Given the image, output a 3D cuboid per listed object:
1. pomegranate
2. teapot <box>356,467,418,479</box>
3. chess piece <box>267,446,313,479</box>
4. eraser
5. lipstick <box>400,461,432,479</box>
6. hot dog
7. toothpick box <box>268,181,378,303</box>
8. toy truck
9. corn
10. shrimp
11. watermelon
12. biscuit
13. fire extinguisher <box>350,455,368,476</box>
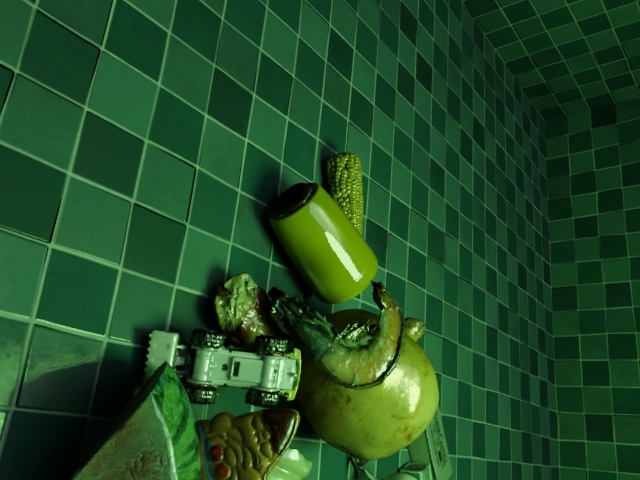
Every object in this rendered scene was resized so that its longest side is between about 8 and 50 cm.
[{"bbox_3d":[0.104,0.295,1.309,0.342,0.342,0.342,16,70,-51],"label":"pomegranate"},{"bbox_3d":[0.177,0.657,1.377,0.139,0.298,0.204,25,98,-19],"label":"teapot"},{"bbox_3d":[-0.150,0.528,1.054,0.182,0.182,0.330,46,54,-38],"label":"chess piece"},{"bbox_3d":[0.303,0.539,1.728,0.111,0.077,0.352,-17,96,-53],"label":"eraser"},{"bbox_3d":[0.282,0.777,1.644,0.076,0.077,0.290,-4,86,-58],"label":"lipstick"},{"bbox_3d":[-0.139,0.166,1.206,0.213,0.103,0.146,49,58,-15],"label":"hot dog"},{"bbox_3d":[0.000,0.000,1.366,0.271,0.175,0.175,55,43,-26],"label":"toothpick box"},{"bbox_3d":[-0.176,0.232,1.082,0.286,0.111,0.136,10,80,-16],"label":"toy truck"},{"bbox_3d":[0.062,-0.091,1.536,0.101,0.101,0.292,12,76,-52],"label":"corn"},{"bbox_3d":[0.038,0.150,1.165,0.222,0.290,0.054,-52,170,-20],"label":"shrimp"},{"bbox_3d":[-0.286,0.323,0.896,0.201,0.213,0.262,-2,81,-15],"label":"watermelon"},{"bbox_3d":[-0.157,0.382,1.027,0.183,0.280,0.043,57,-3,27],"label":"biscuit"},{"bbox_3d":[0.115,0.531,1.510,0.078,0.045,0.157,54,36,11],"label":"fire extinguisher"}]
